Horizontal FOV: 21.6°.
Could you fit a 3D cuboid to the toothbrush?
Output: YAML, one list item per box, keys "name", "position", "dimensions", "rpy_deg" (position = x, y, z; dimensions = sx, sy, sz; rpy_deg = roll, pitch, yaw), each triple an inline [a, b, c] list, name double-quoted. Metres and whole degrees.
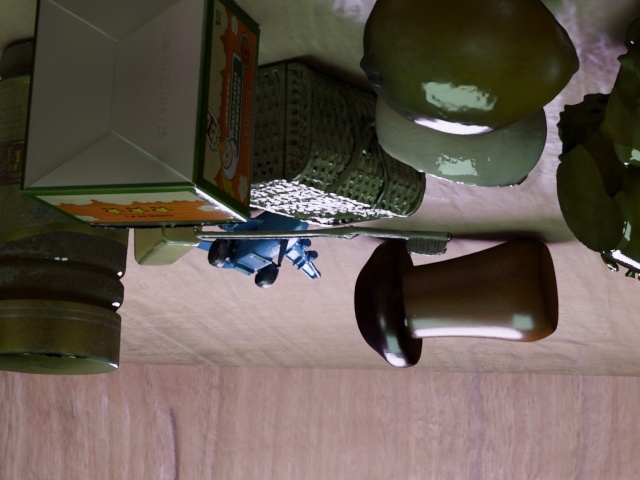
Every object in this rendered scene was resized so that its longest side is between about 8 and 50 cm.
- name: "toothbrush"
  position: [0.000, -0.006, 1.861]
  dimensions: [0.294, 0.028, 0.026]
  rpy_deg: [4, 169, 13]

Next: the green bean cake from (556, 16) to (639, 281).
- name: "green bean cake"
  position: [0.328, -0.086, 1.562]
  dimensions: [0.202, 0.285, 0.310]
  rpy_deg: [-18, -164, -11]

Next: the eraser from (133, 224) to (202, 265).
- name: "eraser"
  position: [-0.196, -0.037, 2.156]
  dimensions: [0.058, 0.117, 0.172]
  rpy_deg: [2, 169, -18]

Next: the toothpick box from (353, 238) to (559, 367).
- name: "toothpick box"
  position: [0.197, 0.087, 2.488]
  dimensions: [0.294, 0.192, 0.192]
  rpy_deg: [-6, 166, 17]

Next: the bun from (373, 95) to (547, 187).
- name: "bun"
  position: [0.141, -0.130, 1.628]
  dimensions: [0.172, 0.120, 0.173]
  rpy_deg: [13, -159, -5]

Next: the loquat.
- name: "loquat"
  position: [0.129, -0.162, 1.450]
  dimensions: [0.195, 0.152, 0.152]
  rpy_deg: [-3, 169, -10]

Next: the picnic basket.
- name: "picnic basket"
  position: [0.002, -0.100, 1.781]
  dimensions: [0.154, 0.134, 0.196]
  rpy_deg: [-10, 162, 40]

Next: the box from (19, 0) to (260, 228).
- name: "box"
  position: [-0.163, -0.122, 1.562]
  dimensions: [0.177, 0.195, 0.148]
  rpy_deg: [-2, 167, 17]

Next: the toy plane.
- name: "toy plane"
  position: [-0.088, 0.001, 2.359]
  dimensions: [0.254, 0.105, 0.271]
  rpy_deg: [25, 164, -23]

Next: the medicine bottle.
- name: "medicine bottle"
  position: [-0.269, -0.031, 1.705]
  dimensions: [0.151, 0.323, 0.151]
  rpy_deg: [3, 168, 1]
